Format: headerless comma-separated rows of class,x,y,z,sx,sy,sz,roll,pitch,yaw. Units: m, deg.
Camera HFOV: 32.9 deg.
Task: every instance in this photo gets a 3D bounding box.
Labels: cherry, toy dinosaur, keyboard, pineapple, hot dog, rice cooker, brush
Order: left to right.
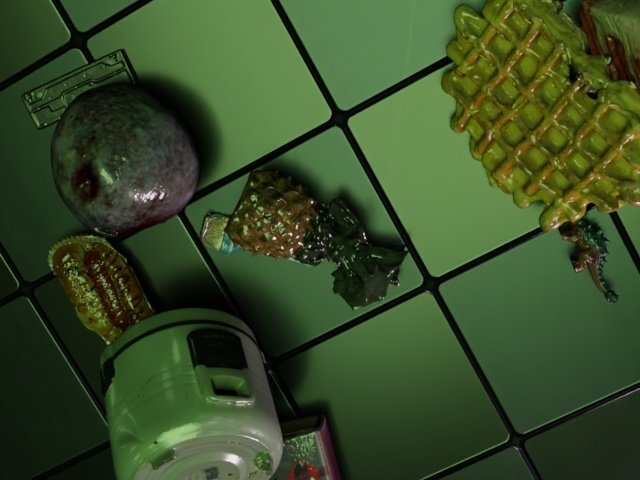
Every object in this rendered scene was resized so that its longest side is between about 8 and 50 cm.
keyboard,-0.315,-0.196,1.415,0.155,0.010,0.053,-22,102,12
hot dog,-0.288,0.073,1.461,0.099,0.053,0.192,-30,99,16
cherry,-0.247,-0.100,1.343,0.195,0.195,0.195,2,105,6
rice cooker,-0.163,0.209,1.383,0.225,0.244,0.226,-10,134,-11
brush,-0.080,0.005,1.440,0.164,0.014,0.051,16,107,1
pineapple,0.000,0.000,1.386,0.237,0.111,0.119,24,132,-6
toy dinosaur,0.339,0.011,1.374,0.055,0.049,0.154,-25,96,9

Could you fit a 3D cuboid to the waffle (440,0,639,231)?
waffle,0.270,-0.155,1.267,0.283,0.065,0.310,10,124,41

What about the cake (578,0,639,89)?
cake,0.378,-0.168,1.239,0.159,0.158,0.262,4,107,-22

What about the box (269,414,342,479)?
box,-0.023,0.360,1.498,0.120,0.069,0.224,-14,102,11
